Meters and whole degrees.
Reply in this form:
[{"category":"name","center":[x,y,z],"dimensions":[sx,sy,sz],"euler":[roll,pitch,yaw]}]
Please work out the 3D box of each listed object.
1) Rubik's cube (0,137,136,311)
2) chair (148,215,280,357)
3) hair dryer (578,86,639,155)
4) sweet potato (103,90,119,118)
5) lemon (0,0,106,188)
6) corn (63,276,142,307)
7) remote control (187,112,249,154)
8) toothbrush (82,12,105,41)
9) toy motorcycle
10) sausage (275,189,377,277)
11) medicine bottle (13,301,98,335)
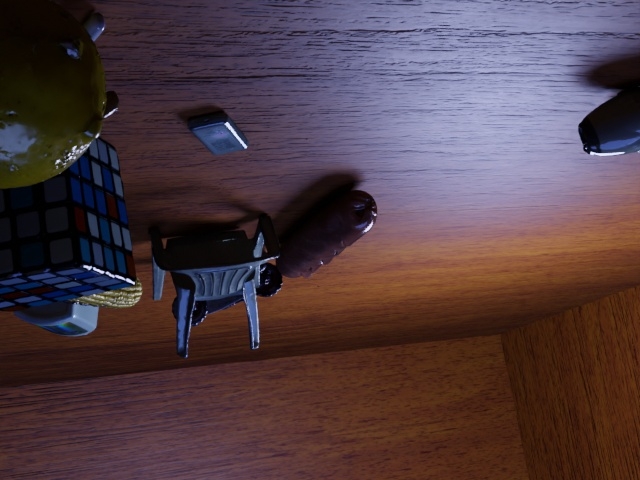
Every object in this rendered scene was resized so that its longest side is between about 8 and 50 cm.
[{"category":"Rubik's cube","center":[-0.341,-0.028,1.380],"dimensions":[0.187,0.184,0.182],"euler":[-10,168,10]},{"category":"chair","center":[-0.172,0.061,1.931],"dimensions":[0.203,0.190,0.275],"euler":[-8,139,-11]},{"category":"hair dryer","center":[0.477,-0.178,1.629],"dimensions":[0.219,0.088,0.225],"euler":[-19,178,22]},{"category":"sweet potato","center":[-0.353,-0.135,1.138],"dimensions":[0.314,0.066,0.072],"euler":[7,167,-23]},{"category":"lemon","center":[-0.278,-0.129,1.006],"dimensions":[0.206,0.173,0.173],"euler":[6,179,36]},{"category":"corn","center":[-0.403,0.086,2.114],"dimensions":[0.072,0.072,0.203],"euler":[-17,165,29]},{"category":"remote control","center":[-0.126,-0.131,1.460],"dimensions":[0.053,0.018,0.124],"euler":[-10,167,9]},{"category":"toothbrush","center":[-0.273,-0.166,1.187],"dimensions":[0.025,0.019,0.275],"euler":[-6,168,-36]},{"category":"toy motorcycle","center":[-0.182,0.074,2.172],"dimensions":[0.215,0.122,0.080],"euler":[-21,-179,-14]},{"category":"sausage","center":[-0.001,-0.002,2.002],"dimensions":[0.088,0.088,0.433],"euler":[-5,166,-20]},{"category":"medicine bottle","center":[-0.490,0.135,2.225],"dimensions":[0.121,0.083,0.229],"euler":[2,169,5]}]
